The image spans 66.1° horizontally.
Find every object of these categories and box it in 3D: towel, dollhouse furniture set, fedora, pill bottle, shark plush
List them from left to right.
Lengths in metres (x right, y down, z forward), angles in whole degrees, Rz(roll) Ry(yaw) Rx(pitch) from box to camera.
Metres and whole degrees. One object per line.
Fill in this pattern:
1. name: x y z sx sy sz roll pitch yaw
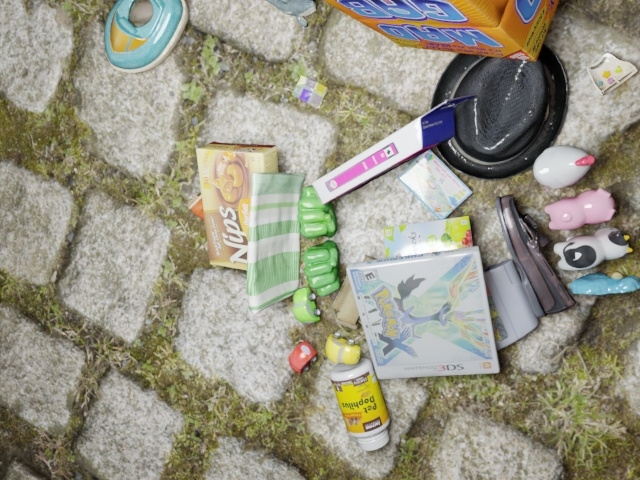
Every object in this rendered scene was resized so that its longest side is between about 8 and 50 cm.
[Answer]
1. towel: -0.105 -0.003 1.203 0.038 0.248 0.325 9 101 22
2. shark plush: -0.082 -0.595 1.209 0.161 0.067 0.073 30 103 8
3. towel: -0.026 -0.380 1.254 0.083 0.009 0.060 30 104 8
4. pill bottle: 0.108 0.423 1.272 0.117 0.117 0.215 -18 93 15
5. dollhouse furniture set: 0.138 0.136 1.260 0.161 0.101 0.182 22 102 -16
6. fedora: 0.398 -0.301 1.092 0.334 0.152 0.334 2 97 13

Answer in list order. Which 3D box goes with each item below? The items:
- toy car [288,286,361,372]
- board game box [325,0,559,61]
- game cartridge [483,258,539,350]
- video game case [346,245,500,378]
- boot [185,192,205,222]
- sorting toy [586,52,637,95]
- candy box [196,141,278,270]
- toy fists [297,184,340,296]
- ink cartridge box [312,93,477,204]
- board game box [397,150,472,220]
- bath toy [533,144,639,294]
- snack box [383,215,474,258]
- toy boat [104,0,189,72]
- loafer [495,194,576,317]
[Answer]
1. toy car: -0.026 0.234 1.279 0.239 0.053 0.225 -20 89 36
2. board game box: 0.239 -0.587 0.920 0.356 0.356 0.357 28 105 42
3. game cartridge: 0.368 0.189 1.216 0.294 0.060 0.196 -24 95 15
4. video game case: 0.243 0.183 1.155 0.300 0.036 0.329 -9 113 19
5. boot: -0.281 -0.115 1.330 0.158 0.059 0.084 -40 96 18
6. sorting toy: 0.633 -0.371 1.087 0.083 0.045 0.075 -36 81 15
7. candy box: -0.198 -0.082 1.242 0.183 0.087 0.316 8 117 20
8. toy fists: 0.000 0.000 1.229 0.096 0.142 0.279 -4 97 14
9. ink cartridge box: 0.163 -0.195 1.078 0.371 0.175 0.069 -29 89 40
10. board game box: 0.279 -0.136 1.206 0.154 0.026 0.103 46 105 4
11. bath toy: 0.593 -0.051 1.090 0.151 0.129 0.348 -22 95 -21
12. snack box: 0.265 0.043 1.183 0.207 0.070 0.175 -9 80 20
13. toy boat: -0.514 -0.594 1.269 0.318 0.148 0.267 41 104 5
14. loafer: 0.493 0.028 1.129 0.095 0.109 0.303 -19 96 28
